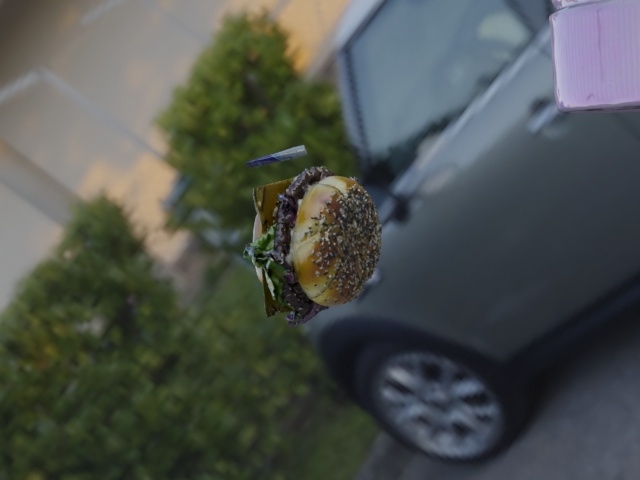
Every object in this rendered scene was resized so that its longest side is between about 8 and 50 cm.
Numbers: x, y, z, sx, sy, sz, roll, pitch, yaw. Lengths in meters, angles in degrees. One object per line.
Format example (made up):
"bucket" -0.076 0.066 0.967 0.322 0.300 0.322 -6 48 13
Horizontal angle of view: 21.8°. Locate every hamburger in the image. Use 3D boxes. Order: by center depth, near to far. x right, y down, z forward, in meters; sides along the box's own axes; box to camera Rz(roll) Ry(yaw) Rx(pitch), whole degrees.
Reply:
"hamburger" -0.002 0.003 1.736 0.093 0.164 0.189 3 24 35

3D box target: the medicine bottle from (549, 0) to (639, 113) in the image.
"medicine bottle" 0.268 -0.256 1.237 0.202 0.202 0.316 -143 51 -85

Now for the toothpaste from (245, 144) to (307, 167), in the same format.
"toothpaste" -0.060 -0.112 2.254 0.083 0.015 0.024 -14 -15 6
